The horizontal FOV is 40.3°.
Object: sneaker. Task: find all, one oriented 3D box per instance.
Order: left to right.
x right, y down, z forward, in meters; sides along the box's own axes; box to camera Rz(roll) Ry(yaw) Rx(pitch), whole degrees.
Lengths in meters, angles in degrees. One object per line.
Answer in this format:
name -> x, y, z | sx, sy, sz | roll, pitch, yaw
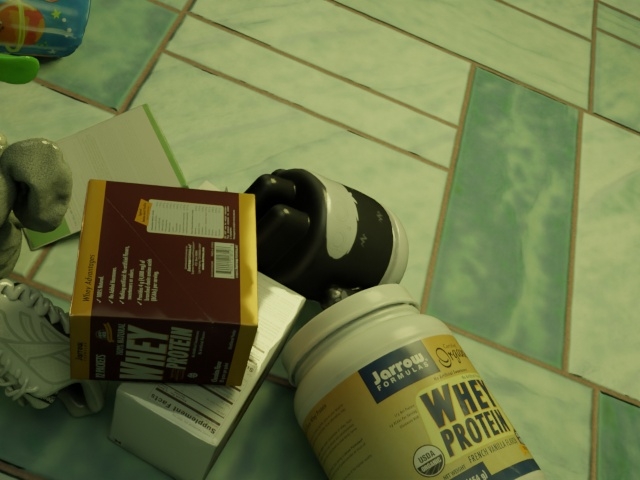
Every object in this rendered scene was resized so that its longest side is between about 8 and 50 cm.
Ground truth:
sneaker -> -0.345, 0.123, 0.998 | 0.292, 0.110, 0.118 | 33, 51, -48

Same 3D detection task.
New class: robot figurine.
robot figurine -> -0.001, 0.003, 1.221 | 0.278, 0.173, 0.209 | 20, 74, -44

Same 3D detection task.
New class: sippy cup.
sippy cup -> -0.482, -0.387, 1.353 | 0.224, 0.240, 0.306 | 6, 90, -31

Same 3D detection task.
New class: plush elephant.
plush elephant -> -0.451, -0.054, 1.059 | 0.271, 0.255, 0.330 | -19, 63, -35

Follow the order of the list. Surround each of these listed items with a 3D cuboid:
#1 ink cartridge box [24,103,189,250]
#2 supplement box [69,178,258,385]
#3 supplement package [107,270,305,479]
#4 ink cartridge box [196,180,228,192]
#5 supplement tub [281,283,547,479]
ink cartridge box -> -0.326, -0.086, 1.277 | 0.235, 0.056, 0.171 | -25, 63, -9
supplement box -> -0.178, 0.050, 0.996 | 0.194, 0.129, 0.191 | 5, 50, -12
supplement package -> -0.141, 0.160, 1.097 | 0.133, 0.139, 0.244 | 29, 50, 4
ink cartridge box -> -0.169, -0.007, 1.249 | 0.090, 0.092, 0.143 | 36, 49, 7
supplement tub -> 0.106, 0.235, 1.079 | 0.228, 0.228, 0.316 | -16, 61, -31
